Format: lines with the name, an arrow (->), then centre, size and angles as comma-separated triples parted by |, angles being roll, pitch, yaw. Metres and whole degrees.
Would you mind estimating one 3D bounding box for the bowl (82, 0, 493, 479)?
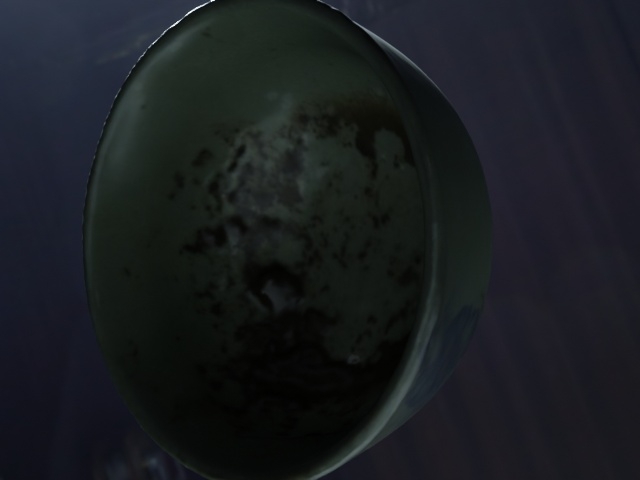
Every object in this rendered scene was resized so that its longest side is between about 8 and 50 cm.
bowl -> 0.000, 0.000, 0.872 | 0.289, 0.289, 0.146 | -26, -18, 39
